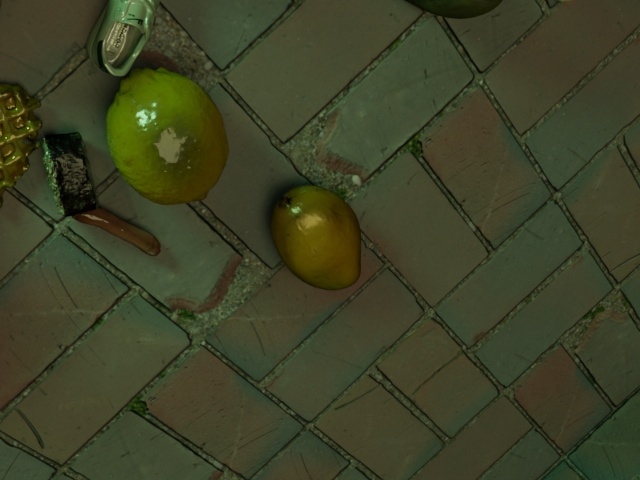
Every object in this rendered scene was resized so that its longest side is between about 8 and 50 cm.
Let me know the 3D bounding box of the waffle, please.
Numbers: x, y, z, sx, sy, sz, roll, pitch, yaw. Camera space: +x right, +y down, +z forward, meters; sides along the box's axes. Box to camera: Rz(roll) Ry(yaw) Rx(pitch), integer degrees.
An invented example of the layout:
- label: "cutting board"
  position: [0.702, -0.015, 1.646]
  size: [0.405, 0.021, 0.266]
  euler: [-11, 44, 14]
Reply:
- label: "waffle"
  position: [-0.589, -0.168, 1.417]
  size: [0.245, 0.052, 0.254]
  euler: [21, 105, -35]

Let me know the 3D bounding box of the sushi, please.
- label: "sushi"
  position: [-0.435, -0.114, 1.498]
  size: [0.078, 0.090, 0.150]
  euler: [-13, 123, -15]

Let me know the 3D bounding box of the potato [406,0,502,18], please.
- label: "potato"
  position: [0.209, -0.470, 1.516]
  size: [0.112, 0.255, 0.269]
  euler: [-48, 126, 3]

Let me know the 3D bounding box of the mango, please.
- label: "mango"
  position: [0.000, 0.000, 1.763]
  size: [0.176, 0.119, 0.316]
  euler: [-37, 135, -7]

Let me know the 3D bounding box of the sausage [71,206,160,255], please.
- label: "sausage"
  position: [-0.374, -0.022, 1.608]
  size: [0.186, 0.043, 0.043]
  euler: [30, 100, -36]

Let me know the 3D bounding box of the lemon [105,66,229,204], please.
- label: "lemon"
  position: [-0.261, -0.175, 1.477]
  size: [0.204, 0.204, 0.260]
  euler: [-28, 117, -10]

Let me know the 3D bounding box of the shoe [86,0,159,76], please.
- label: "shoe"
  position: [-0.296, -0.384, 1.399]
  size: [0.095, 0.110, 0.264]
  euler: [14, 115, -32]
